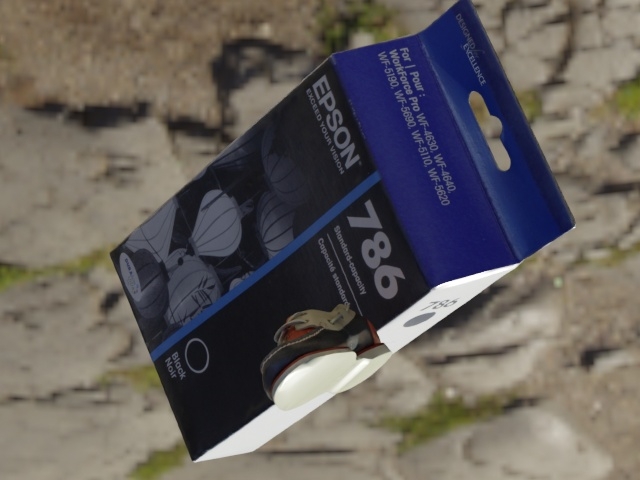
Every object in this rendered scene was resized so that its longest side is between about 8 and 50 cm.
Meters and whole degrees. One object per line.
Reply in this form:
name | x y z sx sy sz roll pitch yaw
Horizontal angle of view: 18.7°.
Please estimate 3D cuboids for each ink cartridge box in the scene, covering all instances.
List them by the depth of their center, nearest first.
ink cartridge box | 0.000 0.000 1.220 0.065 0.165 0.333 -5 155 -45

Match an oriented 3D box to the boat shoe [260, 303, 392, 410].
boat shoe | -0.003 0.058 1.032 0.049 0.043 0.137 -41 168 18
